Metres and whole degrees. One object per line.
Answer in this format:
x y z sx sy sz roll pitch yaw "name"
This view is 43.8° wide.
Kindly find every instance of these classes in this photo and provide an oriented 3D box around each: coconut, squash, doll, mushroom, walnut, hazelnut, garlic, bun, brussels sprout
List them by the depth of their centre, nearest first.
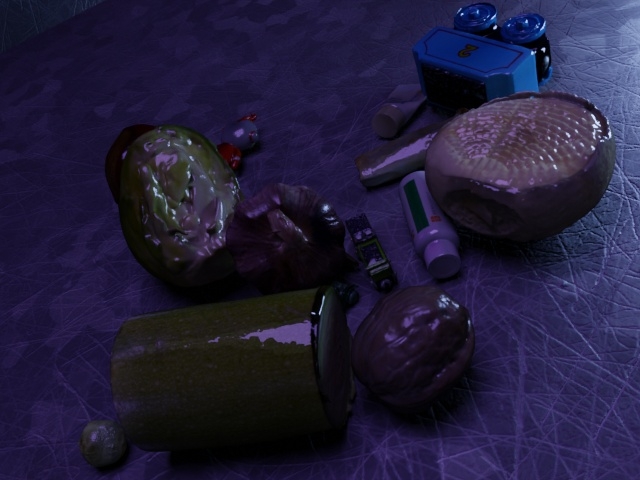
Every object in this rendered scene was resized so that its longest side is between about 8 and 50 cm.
0.160 0.181 1.357 0.224 0.224 0.224 -13 42 12 "walnut"
-0.144 0.230 1.411 0.384 0.263 0.263 -10 43 15 "squash"
-0.416 0.383 1.508 0.096 0.088 0.088 -9 43 9 "coconut"
-0.064 0.003 1.578 0.245 0.245 0.160 -28 10 -5 "garlic"
0.397 -0.130 1.581 0.364 0.202 0.364 -12 40 10 "bun"
-0.298 -0.064 1.769 0.276 0.315 0.371 -15 60 -25 "brussels sprout"
0.230 -0.212 1.840 0.312 0.081 0.100 -24 38 6 "mushroom"
-0.437 -0.190 2.035 0.229 0.229 0.229 -13 42 12 "hazelnut"
-0.239 -0.245 2.093 0.142 0.076 0.245 15 58 35 "doll"

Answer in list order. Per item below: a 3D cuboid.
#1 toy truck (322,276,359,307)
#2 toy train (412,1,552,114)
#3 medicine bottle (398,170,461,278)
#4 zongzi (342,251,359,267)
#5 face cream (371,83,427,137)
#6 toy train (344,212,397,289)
0.004 0.127 1.585 0.080 0.078 0.154 17 55 36 "toy truck"
0.385 -0.423 1.905 0.300 0.188 0.265 28 64 39 "toy train"
0.226 -0.034 1.640 0.095 0.095 0.260 -17 40 8 "medicine bottle"
0.000 0.000 1.728 0.176 0.078 0.160 -2 44 8 "zongzi"
0.203 -0.345 2.010 0.114 0.070 0.224 7 41 30 "face cream"
0.102 0.018 1.651 0.060 0.081 0.202 -24 41 1 "toy train"
